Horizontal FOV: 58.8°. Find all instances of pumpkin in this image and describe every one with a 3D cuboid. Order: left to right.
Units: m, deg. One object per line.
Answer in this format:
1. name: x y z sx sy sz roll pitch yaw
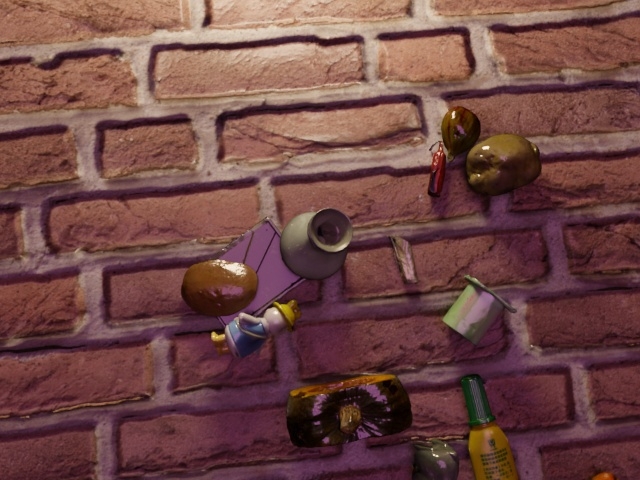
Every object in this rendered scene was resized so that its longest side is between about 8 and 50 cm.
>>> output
1. pumpkin: 0.072 0.422 1.414 0.317 0.222 0.139 -6 84 -5

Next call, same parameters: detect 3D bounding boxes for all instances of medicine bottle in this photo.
1. medicine bottle: 0.436 0.508 1.499 0.111 0.076 0.308 -12 86 -11

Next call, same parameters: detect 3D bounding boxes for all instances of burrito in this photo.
1. burrito: 0.231 0.050 1.548 0.055 0.041 0.149 -16 85 9

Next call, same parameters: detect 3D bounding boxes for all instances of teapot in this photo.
1. teapot: 0.000 0.000 1.428 0.184 0.251 0.183 3 77 -13

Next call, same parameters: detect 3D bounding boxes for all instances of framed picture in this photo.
1. framed picture: -0.191 0.094 1.530 0.281 0.019 0.209 -36 87 -6

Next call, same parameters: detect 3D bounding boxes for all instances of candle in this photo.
1. candle: 0.323 -0.200 1.582 0.053 0.048 0.162 14 82 -37

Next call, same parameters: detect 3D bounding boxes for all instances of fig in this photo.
1. fig: 0.375 -0.288 1.558 0.109 0.103 0.154 24 81 20

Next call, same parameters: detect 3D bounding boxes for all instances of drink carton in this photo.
1. drink carton: 0.406 0.190 1.505 0.146 0.144 0.142 36 93 1

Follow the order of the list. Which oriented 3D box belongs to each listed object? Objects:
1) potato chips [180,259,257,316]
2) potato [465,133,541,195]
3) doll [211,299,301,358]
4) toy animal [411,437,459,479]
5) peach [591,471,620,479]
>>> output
1. potato chips: -0.269 0.124 1.490 0.202 0.049 0.150 5 81 6
2. potato: 0.497 -0.209 1.546 0.201 0.137 0.154 -16 115 -4
3. doll: -0.159 0.231 1.474 0.241 0.099 0.135 -26 98 -14
4. toy animal: 0.292 0.638 1.457 0.108 0.138 0.236 11 78 -36
5. peach: 0.753 0.670 1.495 0.101 0.101 0.100 0 85 -3
